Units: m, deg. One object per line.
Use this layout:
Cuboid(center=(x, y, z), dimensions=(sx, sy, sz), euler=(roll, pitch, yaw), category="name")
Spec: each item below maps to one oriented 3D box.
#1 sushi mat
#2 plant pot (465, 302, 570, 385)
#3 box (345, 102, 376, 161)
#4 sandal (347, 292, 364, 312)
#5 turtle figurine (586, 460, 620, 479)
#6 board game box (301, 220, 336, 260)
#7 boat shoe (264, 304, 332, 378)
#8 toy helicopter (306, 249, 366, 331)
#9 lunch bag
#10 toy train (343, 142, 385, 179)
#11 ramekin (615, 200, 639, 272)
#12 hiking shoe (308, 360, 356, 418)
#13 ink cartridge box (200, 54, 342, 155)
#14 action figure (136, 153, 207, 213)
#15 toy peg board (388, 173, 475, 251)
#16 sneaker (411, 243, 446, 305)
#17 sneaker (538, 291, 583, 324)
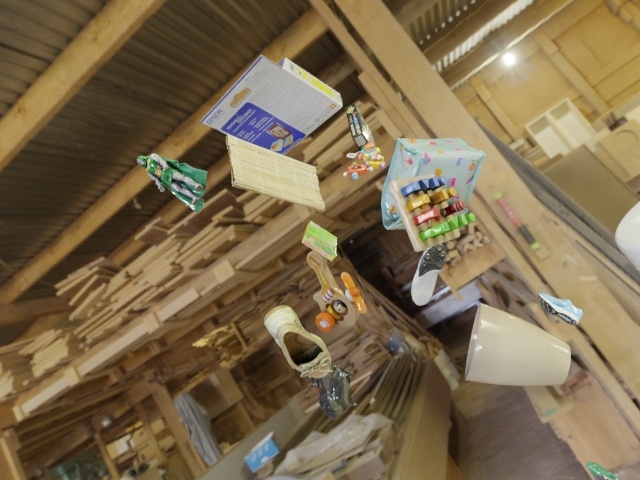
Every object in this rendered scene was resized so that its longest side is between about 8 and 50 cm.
Cuboid(center=(-0.109, -0.172, 1.112), dimensions=(0.019, 0.151, 0.316), euler=(-33, -29, 35), category="sushi mat")
Cuboid(center=(0.627, 0.359, 1.342), dimensions=(0.256, 0.274, 0.256), euler=(12, -90, -72), category="plant pot")
Cuboid(center=(0.173, -0.436, 1.733), dimensions=(0.051, 0.220, 0.175), euler=(-24, -43, 18), category="box")
Cuboid(center=(0.147, 0.314, 1.945), dimensions=(0.219, 0.060, 0.090), euler=(-50, 12, 43), category="sandal")
Cuboid(center=(0.467, 0.533, 0.759), dimensions=(0.175, 0.118, 0.234), euler=(-49, -21, -77), category="turtle figurine")
Cuboid(center=(0.000, 0.000, 1.511), dimensions=(0.039, 0.124, 0.259), euler=(-57, 6, 11), category="board game box")
Cuboid(center=(-0.046, 0.279, 1.055), dimensions=(0.104, 0.089, 0.285), euler=(-38, -52, -3), category="boat shoe")
Cuboid(center=(0.055, 0.195, 1.703), dimensions=(0.235, 0.355, 0.140), euler=(-15, 16, 40), category="toy helicopter")
Cuboid(center=(0.302, -0.142, 1.175), dimensions=(0.223, 0.160, 0.262), euler=(-5, -56, -22), category="lunch bag")
Cuboid(center=(0.124, -0.241, 1.234), dimensions=(0.125, 0.166, 0.046), euler=(-7, -54, 5), category="toy train")
Cuboid(center=(0.745, -0.027, 0.832), dimensions=(0.277, 0.135, 0.277), euler=(-45, -2, -2), category="ramekin")
Cuboid(center=(0.032, 0.403, 1.256), dimensions=(0.114, 0.227, 0.086), euler=(-14, -5, -40), category="hiking shoe")
Cuboid(center=(-0.147, -0.396, 1.256), dimensions=(0.307, 0.072, 0.303), euler=(20, -38, -41), category="ink cartridge box")
Cuboid(center=(-0.435, -0.185, 1.208), dimensions=(0.063, 0.232, 0.137), euler=(-34, -30, -59), category="action figure")
Cuboid(center=(0.254, -0.076, 0.918), dimensions=(0.161, 0.161, 0.079), euler=(-15, -8, -40), category="toy peg board")
Cuboid(center=(0.367, 0.110, 1.449), dimensions=(0.086, 0.085, 0.237), euler=(-78, 1, -66), category="sneaker")
Cuboid(center=(0.862, 0.235, 1.509), dimensions=(0.073, 0.162, 0.063), euler=(-37, -45, -12), category="sneaker")
